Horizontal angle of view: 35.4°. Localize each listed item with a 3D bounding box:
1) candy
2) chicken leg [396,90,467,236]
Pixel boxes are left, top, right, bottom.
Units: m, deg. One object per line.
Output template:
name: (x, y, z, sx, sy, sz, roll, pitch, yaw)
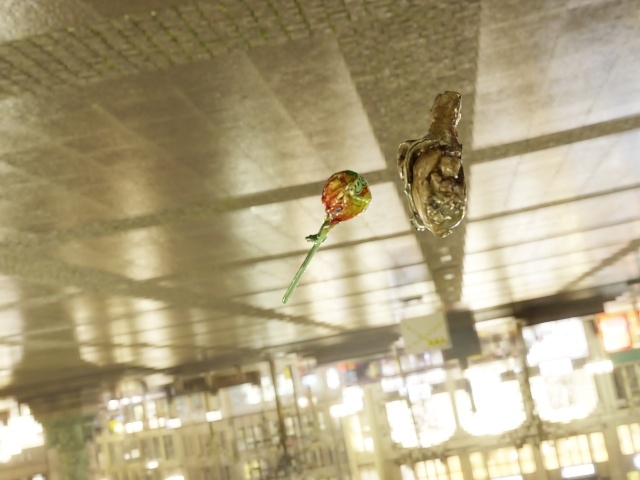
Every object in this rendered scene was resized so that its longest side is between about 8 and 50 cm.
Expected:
candy: (0.000, 0.000, 1.238, 0.060, 0.060, 0.201, 0, 128, -52)
chicken leg: (0.141, -0.099, 1.228, 0.081, 0.196, 0.125, -3, 165, 16)
